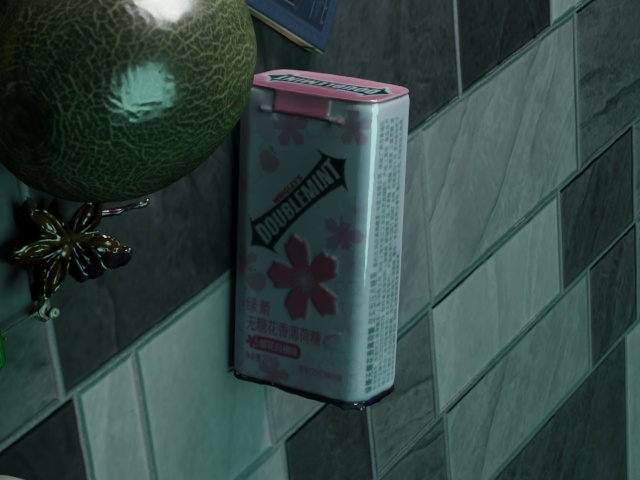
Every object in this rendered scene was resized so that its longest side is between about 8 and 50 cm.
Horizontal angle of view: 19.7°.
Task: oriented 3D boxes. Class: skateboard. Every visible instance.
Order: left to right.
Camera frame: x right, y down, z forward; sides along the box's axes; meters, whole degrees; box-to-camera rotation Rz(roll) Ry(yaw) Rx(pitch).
[{"bbox_3d":[-0.298,0.065,1.810,0.083,0.032,0.064,-39,122,-48],"label":"skateboard"}]

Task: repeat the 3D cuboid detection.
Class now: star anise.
[{"bbox_3d":[-0.235,-0.007,1.836,0.190,0.070,0.097,-23,84,-37],"label":"star anise"}]

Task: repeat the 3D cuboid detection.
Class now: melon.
[{"bbox_3d":[-0.184,-0.162,1.709,0.301,0.237,0.238,-40,133,-51],"label":"melon"}]

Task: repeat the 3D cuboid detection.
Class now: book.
[{"bbox_3d":[-0.044,-0.340,2.073,0.269,0.025,0.191,25,79,-58],"label":"book"}]

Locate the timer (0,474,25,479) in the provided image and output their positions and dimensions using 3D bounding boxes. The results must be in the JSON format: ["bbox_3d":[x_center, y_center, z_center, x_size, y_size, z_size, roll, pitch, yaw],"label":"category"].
[{"bbox_3d":[-0.316,0.325,1.682,0.240,0.233,0.234,46,62,-56],"label":"timer"}]

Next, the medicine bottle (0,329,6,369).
[{"bbox_3d":[-0.334,0.010,1.694,0.095,0.064,0.261,-39,131,-43],"label":"medicine bottle"}]

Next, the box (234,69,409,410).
[{"bbox_3d":[0.000,0.000,2.110,0.112,0.190,0.370,-23,121,-53],"label":"box"}]
